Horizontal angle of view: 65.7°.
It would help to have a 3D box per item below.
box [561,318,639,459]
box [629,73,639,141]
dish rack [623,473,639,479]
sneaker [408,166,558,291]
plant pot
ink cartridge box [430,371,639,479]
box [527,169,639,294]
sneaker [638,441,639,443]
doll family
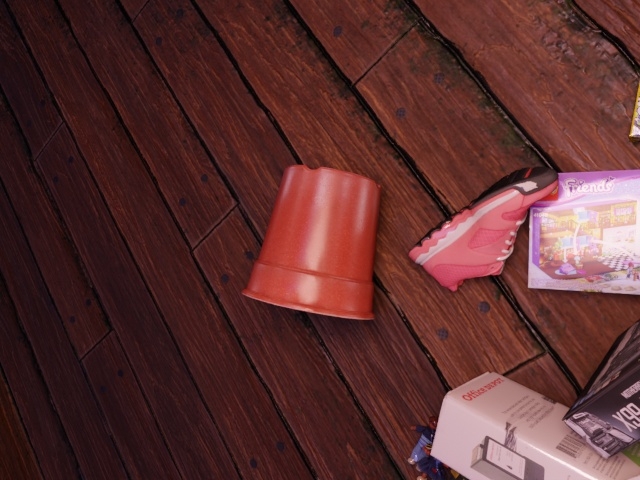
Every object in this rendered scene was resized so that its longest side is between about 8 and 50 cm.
[{"bbox_3d":[0.484,0.130,0.653,0.076,0.242,0.307,43,140,22],"label":"box"},{"bbox_3d":[0.541,-0.244,0.792,0.059,0.054,0.169,10,96,30],"label":"box"},{"bbox_3d":[0.500,0.424,0.659,0.072,0.332,0.286,-147,52,-65],"label":"dish rack"},{"bbox_3d":[0.307,-0.012,0.888,0.136,0.116,0.314,51,134,3],"label":"sneaker"},{"bbox_3d":[0.000,0.000,0.999,0.272,0.272,0.265,9,87,29],"label":"plant pot"},{"bbox_3d":[0.349,0.337,0.797,0.272,0.198,0.115,21,104,39],"label":"ink cartridge box"},{"bbox_3d":[0.501,-0.014,0.814,0.293,0.057,0.201,2,92,30],"label":"box"},{"bbox_3d":[0.522,0.345,0.813,0.070,0.051,0.134,26,110,41],"label":"sneaker"},{"bbox_3d":[0.246,0.425,0.955,0.193,0.076,0.111,25,107,30],"label":"doll family"}]
